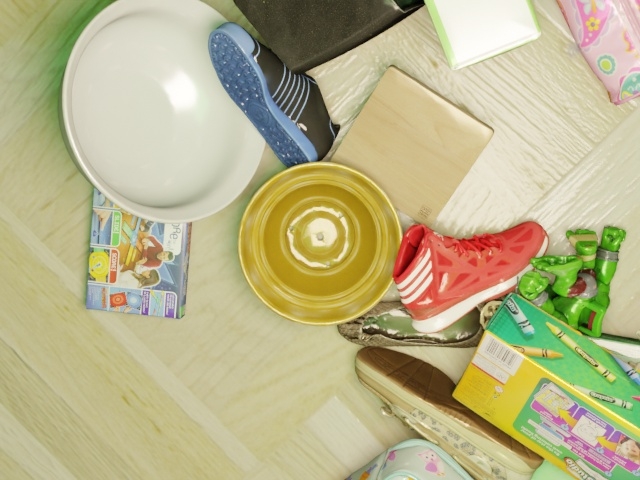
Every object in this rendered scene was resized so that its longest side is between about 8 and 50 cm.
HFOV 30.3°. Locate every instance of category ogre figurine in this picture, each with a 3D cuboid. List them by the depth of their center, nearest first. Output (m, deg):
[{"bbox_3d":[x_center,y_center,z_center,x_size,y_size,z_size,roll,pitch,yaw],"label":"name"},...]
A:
[{"bbox_3d":[0.328,0.063,1.543,0.097,0.197,0.118,8,117,27],"label":"ogre figurine"}]

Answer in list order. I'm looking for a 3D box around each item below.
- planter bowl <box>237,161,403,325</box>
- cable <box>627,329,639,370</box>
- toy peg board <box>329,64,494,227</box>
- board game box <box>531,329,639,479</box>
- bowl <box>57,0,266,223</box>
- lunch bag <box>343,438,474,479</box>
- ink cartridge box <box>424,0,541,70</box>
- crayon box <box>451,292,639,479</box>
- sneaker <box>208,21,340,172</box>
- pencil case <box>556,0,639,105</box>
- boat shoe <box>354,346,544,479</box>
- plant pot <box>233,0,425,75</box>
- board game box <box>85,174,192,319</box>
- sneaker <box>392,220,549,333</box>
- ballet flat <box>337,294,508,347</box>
[{"bbox_3d":[0.000,0.000,1.585,0.217,0.090,0.217,0,98,0],"label":"planter bowl"},{"bbox_3d":[0.499,0.217,1.493,0.287,0.072,0.139,32,104,2],"label":"cable"},{"bbox_3d":[0.125,-0.132,1.579,0.161,0.079,0.160,33,115,1],"label":"toy peg board"},{"bbox_3d":[0.408,0.238,1.569,0.317,0.046,0.213,10,99,18],"label":"board game box"},{"bbox_3d":[-0.224,-0.165,1.538,0.298,0.134,0.298,3,85,-37],"label":"bowl"},{"bbox_3d":[0.110,0.410,1.588,0.224,0.108,0.279,42,123,-6],"label":"lunch bag"},{"bbox_3d":[0.179,-0.317,1.442,0.115,0.273,0.198,-21,95,10],"label":"ink cartridge box"},{"bbox_3d":[0.317,0.206,1.486,0.278,0.081,0.165,33,144,13],"label":"crayon box"},{"bbox_3d":[-0.057,-0.199,1.541,0.090,0.081,0.232,-53,124,-31],"label":"sneaker"},{"bbox_3d":[0.363,-0.316,1.502,0.124,0.124,0.284,-26,95,8],"label":"pencil case"},{"bbox_3d":[0.158,0.244,1.587,0.285,0.104,0.089,33,115,17],"label":"boat shoe"},{"bbox_3d":[0.003,-0.316,1.512,0.167,0.187,0.188,-40,92,21],"label":"plant pot"},{"bbox_3d":[-0.249,0.002,1.639,0.136,0.035,0.201,7,98,4],"label":"board game box"},{"bbox_3d":[0.192,0.014,1.538,0.221,0.087,0.128,-37,118,-14],"label":"sneaker"},{"bbox_3d":[0.146,0.110,1.606,0.250,0.058,0.084,-2,97,6],"label":"ballet flat"}]
